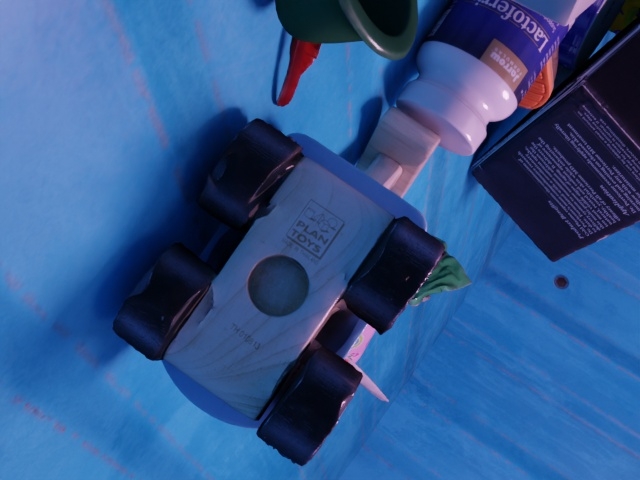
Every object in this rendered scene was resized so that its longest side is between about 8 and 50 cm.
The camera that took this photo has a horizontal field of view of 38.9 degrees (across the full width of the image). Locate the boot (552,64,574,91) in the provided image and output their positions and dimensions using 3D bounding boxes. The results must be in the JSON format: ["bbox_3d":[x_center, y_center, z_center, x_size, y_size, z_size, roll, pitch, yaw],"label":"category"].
[{"bbox_3d":[0.601,-0.424,2.188,0.189,0.076,0.208,-50,156,-32],"label":"boot"}]

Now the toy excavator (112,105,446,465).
[{"bbox_3d":[0.000,0.000,1.024,0.433,0.222,0.445,-56,178,-6],"label":"toy excavator"}]

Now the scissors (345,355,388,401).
[{"bbox_3d":[0.030,0.169,1.373,0.297,0.021,0.109,28,105,-33],"label":"scissors"}]

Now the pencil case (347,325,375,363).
[{"bbox_3d":[0.049,0.083,1.403,0.284,0.124,0.124,-61,164,22],"label":"pencil case"}]

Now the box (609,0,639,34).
[{"bbox_3d":[0.782,-0.575,2.006,0.177,0.290,0.279,-50,163,-27],"label":"box"}]

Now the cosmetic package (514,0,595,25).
[{"bbox_3d":[0.292,-0.403,1.054,0.365,0.197,0.155,-43,158,-45],"label":"cosmetic package"}]

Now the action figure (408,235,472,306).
[{"bbox_3d":[0.218,0.087,1.962,0.232,0.137,0.063,-27,160,-45],"label":"action figure"}]

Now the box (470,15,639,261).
[{"bbox_3d":[0.636,-0.255,1.849,0.480,0.297,0.472,-41,180,-21],"label":"box"}]

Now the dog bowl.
[{"bbox_3d":[0.518,-0.469,1.764,0.265,0.104,0.265,-51,163,-21],"label":"dog bowl"}]

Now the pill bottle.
[{"bbox_3d":[0.222,-0.254,1.206,0.264,0.153,0.153,-56,164,-6],"label":"pill bottle"}]

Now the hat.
[{"bbox_3d":[-0.030,-0.210,0.780,0.173,0.183,0.208,-46,120,-55],"label":"hat"}]

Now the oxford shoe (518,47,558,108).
[{"bbox_3d":[0.347,-0.334,1.488,0.133,0.130,0.363,-62,167,-14],"label":"oxford shoe"}]
